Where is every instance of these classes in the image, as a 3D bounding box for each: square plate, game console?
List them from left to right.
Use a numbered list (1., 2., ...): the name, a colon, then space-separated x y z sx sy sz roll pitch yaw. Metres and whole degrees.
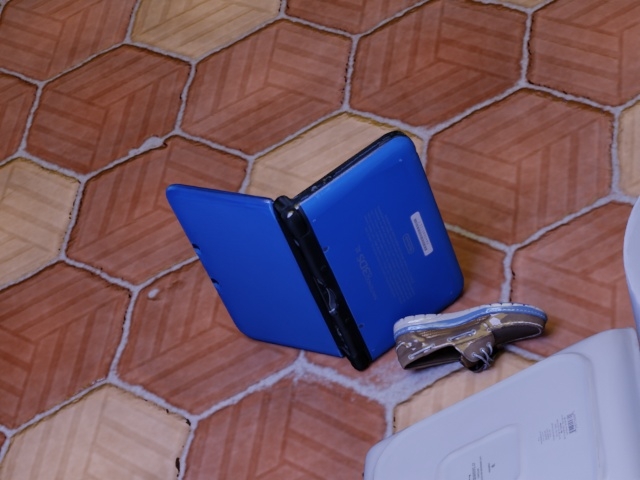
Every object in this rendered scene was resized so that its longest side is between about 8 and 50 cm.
1. game console: 0.000 0.000 1.941 0.250 0.293 0.173 -35 47 -11
2. square plate: 0.171 0.243 1.641 0.344 0.049 0.347 -30 24 20

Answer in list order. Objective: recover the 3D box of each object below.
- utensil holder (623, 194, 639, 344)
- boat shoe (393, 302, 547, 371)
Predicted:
1. utensil holder: 0.474 0.114 1.581 0.328 0.385 0.327 -11 48 13
2. boat shoe: 0.178 0.120 1.929 0.183 0.066 0.066 -10 61 15
